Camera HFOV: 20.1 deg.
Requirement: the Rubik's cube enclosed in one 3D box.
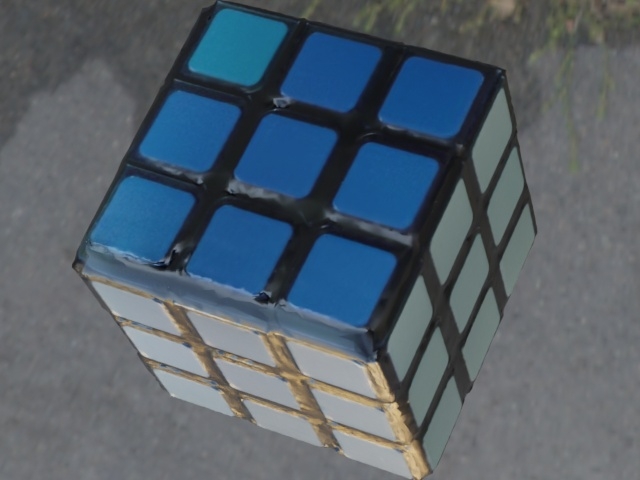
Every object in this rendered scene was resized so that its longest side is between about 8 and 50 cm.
[{"bbox_3d":[0.000,0.000,0.886,0.160,0.162,0.163,17,158,21],"label":"Rubik's cube"}]
